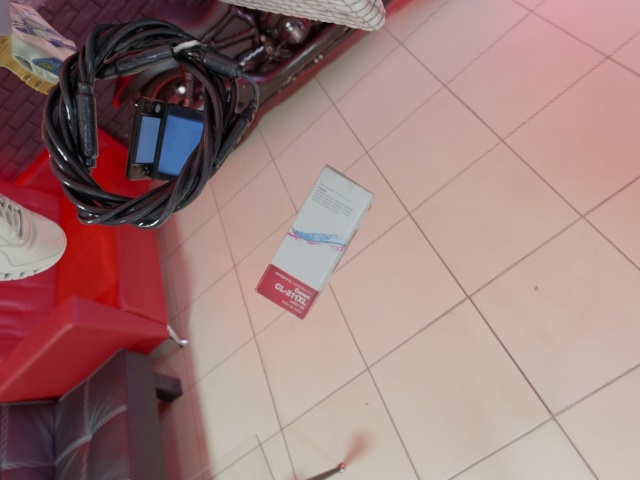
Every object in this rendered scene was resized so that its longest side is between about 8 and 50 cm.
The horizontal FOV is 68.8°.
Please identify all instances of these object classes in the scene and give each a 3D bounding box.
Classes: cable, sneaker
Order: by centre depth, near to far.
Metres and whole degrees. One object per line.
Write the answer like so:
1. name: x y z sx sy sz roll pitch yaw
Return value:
1. cable: -0.148 -0.097 0.381 0.185 0.150 0.047 -57 7 -11
2. sneaker: -0.426 -0.025 0.570 0.118 0.292 0.110 -25 71 14
3. sneaker: -0.575 -0.383 0.846 0.111 0.296 0.131 -24 66 16

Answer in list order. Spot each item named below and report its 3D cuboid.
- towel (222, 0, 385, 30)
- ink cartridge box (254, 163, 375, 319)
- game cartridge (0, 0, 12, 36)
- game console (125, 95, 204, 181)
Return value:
1. towel: -0.080 -0.306 0.430 0.283 0.235 0.122 21 106 22
2. ink cartridge box: 0.000 0.000 0.606 0.072 0.127 0.175 31 97 5
3. game cartridge: -0.434 -0.391 0.473 0.068 0.230 0.356 22 121 13
4. game console: -0.231 -0.146 0.712 0.071 0.107 0.122 15 102 7
